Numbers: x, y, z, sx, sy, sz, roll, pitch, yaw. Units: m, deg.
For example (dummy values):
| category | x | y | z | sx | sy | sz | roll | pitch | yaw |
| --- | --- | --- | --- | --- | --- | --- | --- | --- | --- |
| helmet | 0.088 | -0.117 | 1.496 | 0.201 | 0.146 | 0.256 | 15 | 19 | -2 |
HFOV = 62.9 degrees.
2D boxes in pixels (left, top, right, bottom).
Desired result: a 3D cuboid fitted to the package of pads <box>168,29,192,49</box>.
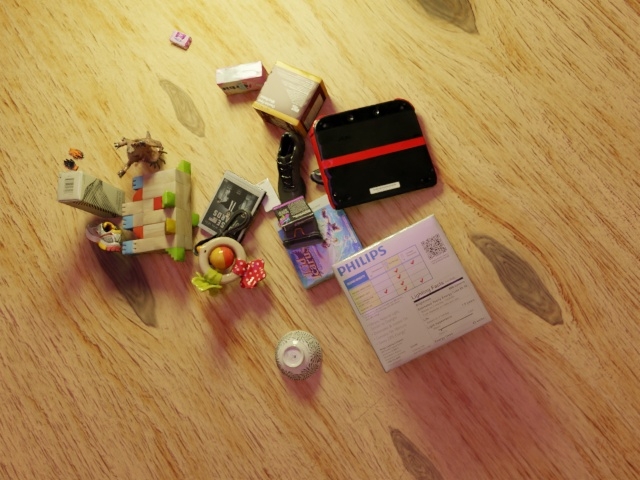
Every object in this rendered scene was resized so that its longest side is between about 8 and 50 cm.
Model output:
| category | x | y | z | sx | sy | sz | roll | pitch | yaw |
| --- | --- | --- | --- | --- | --- | --- | --- | --- | --- |
| package of pads | -0.560 | -0.805 | 2.094 | 0.083 | 0.032 | 0.050 | 27 | 88 | 14 |

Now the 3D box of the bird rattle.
| category | x | y | z | sx | sy | sz | roll | pitch | yaw |
| --- | --- | --- | --- | --- | --- | --- | --- | --- | --- |
| bird rattle | -0.323 | 0.088 | 1.809 | 0.254 | 0.143 | 0.206 | -17 | 92 | -6 |

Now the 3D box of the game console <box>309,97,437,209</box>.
| category | x | y | z | sx | sy | sz | roll | pitch | yaw |
| --- | --- | --- | --- | --- | --- | --- | --- | --- | --- |
| game console | 0.180 | -0.305 | 1.813 | 0.387 | 0.060 | 0.341 | -15 | 82 | -6 |

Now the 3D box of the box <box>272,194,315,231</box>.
| category | x | y | z | sx | sy | sz | roll | pitch | yaw |
| --- | --- | --- | --- | --- | --- | --- | --- | --- | --- |
| box | -0.092 | -0.093 | 1.772 | 0.116 | 0.162 | 0.029 | -23 | 119 | -5 |

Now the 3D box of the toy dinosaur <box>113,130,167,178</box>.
| category | x | y | z | sx | sy | sz | roll | pitch | yaw |
| --- | --- | --- | --- | --- | --- | --- | --- | --- | --- |
| toy dinosaur | -0.645 | -0.337 | 1.952 | 0.201 | 0.295 | 0.127 | -10 | 115 | 12 |

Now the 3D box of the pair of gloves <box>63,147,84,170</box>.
| category | x | y | z | sx | sy | sz | roll | pitch | yaw |
| --- | --- | --- | --- | --- | --- | --- | --- | --- | --- |
| pair of gloves | -0.997 | -0.329 | 2.116 | 0.074 | 0.010 | 0.083 | 26 | 89 | 13 |

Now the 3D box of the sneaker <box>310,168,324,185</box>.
| category | x | y | z | sx | sy | sz | roll | pitch | yaw |
| --- | --- | --- | --- | --- | --- | --- | --- | --- | --- |
| sneaker | 0.055 | -0.224 | 1.850 | 0.188 | 0.078 | 0.067 | 12 | 83 | 13 |

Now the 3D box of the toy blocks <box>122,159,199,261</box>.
| category | x | y | z | sx | sy | sz | roll | pitch | yaw |
| --- | --- | --- | --- | --- | --- | --- | --- | --- | --- |
| toy blocks | -0.612 | -0.096 | 1.931 | 0.261 | 0.191 | 0.381 | -7 | 79 | 21 |

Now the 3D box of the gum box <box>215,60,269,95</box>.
| category | x | y | z | sx | sy | sz | roll | pitch | yaw |
| --- | --- | --- | --- | --- | --- | --- | --- | --- | --- |
| gum box | -0.295 | -0.606 | 1.969 | 0.189 | 0.107 | 0.062 | -6 | 80 | 10 |

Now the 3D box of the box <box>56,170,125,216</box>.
| category | x | y | z | sx | sy | sz | roll | pitch | yaw |
| --- | --- | --- | --- | --- | --- | --- | --- | --- | --- |
| box | -0.834 | -0.163 | 1.918 | 0.094 | 0.275 | 0.113 | -2 | 81 | 11 |

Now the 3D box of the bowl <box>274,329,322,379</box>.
| category | x | y | z | sx | sy | sz | roll | pitch | yaw |
| --- | --- | --- | --- | --- | --- | --- | --- | --- | --- |
| bowl | -0.084 | 0.391 | 1.777 | 0.170 | 0.080 | 0.170 | -2 | 80 | 11 |

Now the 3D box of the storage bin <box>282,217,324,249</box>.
| category | x | y | z | sx | sy | sz | roll | pitch | yaw |
| --- | --- | --- | --- | --- | --- | --- | --- | --- | --- |
| storage bin | -0.066 | -0.035 | 1.779 | 0.135 | 0.098 | 0.091 | -14 | 68 | 10 |

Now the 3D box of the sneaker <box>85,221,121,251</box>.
| category | x | y | z | sx | sy | sz | roll | pitch | yaw |
| --- | --- | --- | --- | --- | --- | --- | --- | --- | --- |
| sneaker | -0.802 | -0.029 | 1.958 | 0.225 | 0.088 | 0.092 | 22 | 99 | 39 |

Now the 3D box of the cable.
| category | x | y | z | sx | sy | sz | roll | pitch | yaw |
| --- | --- | --- | --- | --- | --- | --- | --- | --- | --- |
| cable | -0.354 | -0.004 | 1.892 | 0.139 | 0.072 | 0.287 | 36 | 95 | 22 |

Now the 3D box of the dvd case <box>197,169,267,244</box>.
| category | x | y | z | sx | sy | sz | roll | pitch | yaw |
| --- | --- | --- | --- | --- | --- | --- | --- | --- | --- |
| dvd case | -0.324 | -0.114 | 1.918 | 0.179 | 0.029 | 0.238 | 30 | 95 | 15 |

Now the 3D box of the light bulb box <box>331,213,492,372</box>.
| category | x | y | z | sx | sy | sz | roll | pitch | yaw |
| --- | --- | --- | --- | --- | --- | --- | --- | --- | --- |
| light bulb box | 0.277 | 0.158 | 1.642 | 0.358 | 0.225 | 0.360 | -27 | 86 | 5 |

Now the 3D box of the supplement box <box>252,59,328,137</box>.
| category | x | y | z | sx | sy | sz | roll | pitch | yaw |
| --- | --- | --- | --- | --- | --- | --- | --- | --- | --- |
| supplement box | -0.108 | -0.511 | 1.904 | 0.191 | 0.129 | 0.194 | 26 | 86 | 14 |

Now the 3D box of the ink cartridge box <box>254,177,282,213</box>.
| category | x | y | z | sx | sy | sz | roll | pitch | yaw |
| --- | --- | --- | --- | --- | --- | --- | --- | --- | --- |
| ink cartridge box | -0.191 | -0.164 | 1.916 | 0.063 | 0.029 | 0.115 | -28 | 76 | 7 |

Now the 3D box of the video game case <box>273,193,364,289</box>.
| category | x | y | z | sx | sy | sz | roll | pitch | yaw |
| --- | --- | --- | --- | --- | --- | --- | --- | --- | --- |
| video game case | 0.000 | 0.000 | 1.835 | 0.244 | 0.061 | 0.269 | -28 | 77 | 7 |

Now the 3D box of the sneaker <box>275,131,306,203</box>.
| category | x | y | z | sx | sy | sz | roll | pitch | yaw |
| --- | --- | --- | --- | --- | --- | --- | --- | --- | --- |
| sneaker | -0.116 | -0.248 | 1.857 | 0.109 | 0.130 | 0.286 | -3 | 89 | 12 |
